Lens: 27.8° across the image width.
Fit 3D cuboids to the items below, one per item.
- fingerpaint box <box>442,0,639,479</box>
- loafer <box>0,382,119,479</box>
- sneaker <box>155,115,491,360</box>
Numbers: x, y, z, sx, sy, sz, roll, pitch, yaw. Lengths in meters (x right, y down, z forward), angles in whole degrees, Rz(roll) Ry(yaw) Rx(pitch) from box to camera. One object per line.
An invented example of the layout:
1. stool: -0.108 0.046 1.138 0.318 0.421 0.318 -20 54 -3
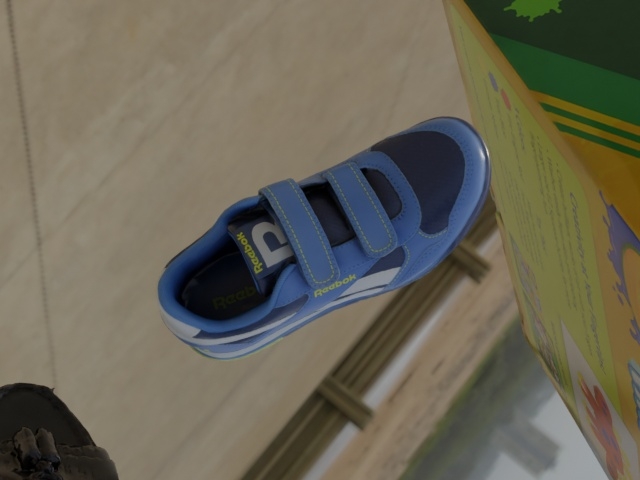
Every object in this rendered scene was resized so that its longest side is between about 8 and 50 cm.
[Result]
1. fingerpaint box: 0.257 0.033 0.910 0.163 0.371 0.444 -23 134 -1
2. loafer: -0.140 0.180 0.696 0.109 0.302 0.095 1 131 -20
3. sneaker: 0.000 0.000 0.491 0.144 0.053 0.059 -33 160 8
